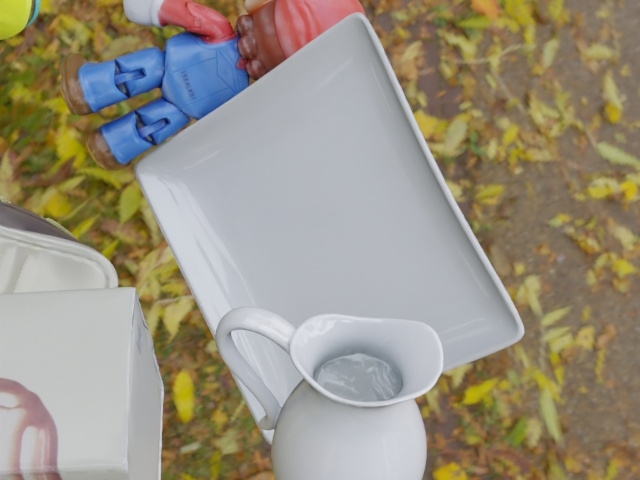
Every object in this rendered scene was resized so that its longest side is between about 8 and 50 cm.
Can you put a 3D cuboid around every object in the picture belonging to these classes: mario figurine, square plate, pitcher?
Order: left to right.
[{"bbox_3d":[-0.104,-0.188,1.299,0.321,0.198,0.170,-19,58,4],"label":"mario figurine"},{"bbox_3d":[0.000,0.000,1.232,0.049,0.347,0.344,-21,84,-54],"label":"square plate"},{"bbox_3d":[0.001,0.139,0.968,0.178,0.207,0.125,18,49,13],"label":"pitcher"}]

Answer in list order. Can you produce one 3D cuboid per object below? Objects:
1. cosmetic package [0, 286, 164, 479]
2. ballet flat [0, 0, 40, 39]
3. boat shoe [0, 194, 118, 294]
[{"bbox_3d":[-0.256,0.125,0.777,0.296,0.153,0.129,-4,56,0],"label":"cosmetic package"},{"bbox_3d":[-0.300,-0.203,0.906,0.077,0.231,0.077,-13,125,-42],"label":"ballet flat"},{"bbox_3d":[-0.353,-0.004,1.167,0.324,0.097,0.116,22,95,-32],"label":"boat shoe"}]
